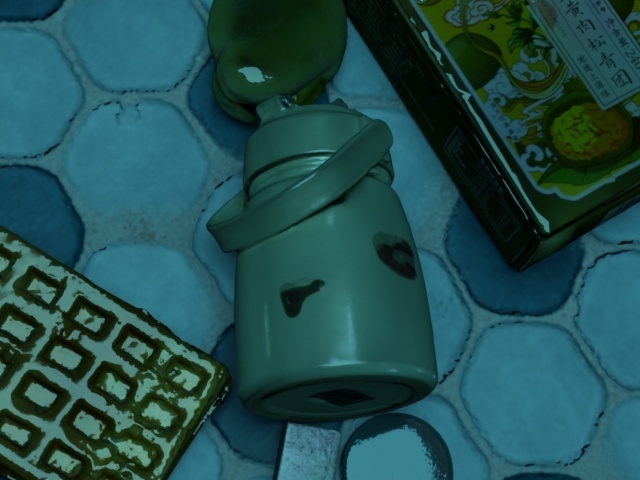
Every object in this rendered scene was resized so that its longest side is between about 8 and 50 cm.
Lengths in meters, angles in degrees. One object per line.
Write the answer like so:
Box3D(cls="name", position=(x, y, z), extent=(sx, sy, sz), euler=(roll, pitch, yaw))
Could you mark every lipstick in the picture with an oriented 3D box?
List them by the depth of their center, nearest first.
Box3D(cls="lipstick", position=(-0.036, 0.352, 1.171), extent=(0.066, 0.068, 0.317), euler=(11, 72, -3))

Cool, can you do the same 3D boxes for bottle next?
Box3D(cls="bottle", position=(0.000, 0.000, 1.205), extent=(0.229, 0.229, 0.351), euler=(-2, 70, -7))

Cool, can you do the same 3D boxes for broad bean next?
Box3D(cls="broad bean", position=(-0.049, -0.236, 1.331), extent=(0.169, 0.100, 0.228), euler=(5, 71, -13))

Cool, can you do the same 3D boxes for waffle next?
Box3D(cls="waffle", position=(-0.279, 0.146, 1.191), extent=(0.328, 0.098, 0.224), euler=(31, 74, 4))

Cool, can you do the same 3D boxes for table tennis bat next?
Box3D(cls="table tennis bat", position=(0.088, 0.287, 1.225), extent=(0.124, 0.033, 0.201), euler=(-5, 72, -6))

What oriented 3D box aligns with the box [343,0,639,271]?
Box3D(cls="box", position=(0.288, -0.230, 1.348), extent=(0.373, 0.138, 0.420), euler=(-28, 80, -14))
